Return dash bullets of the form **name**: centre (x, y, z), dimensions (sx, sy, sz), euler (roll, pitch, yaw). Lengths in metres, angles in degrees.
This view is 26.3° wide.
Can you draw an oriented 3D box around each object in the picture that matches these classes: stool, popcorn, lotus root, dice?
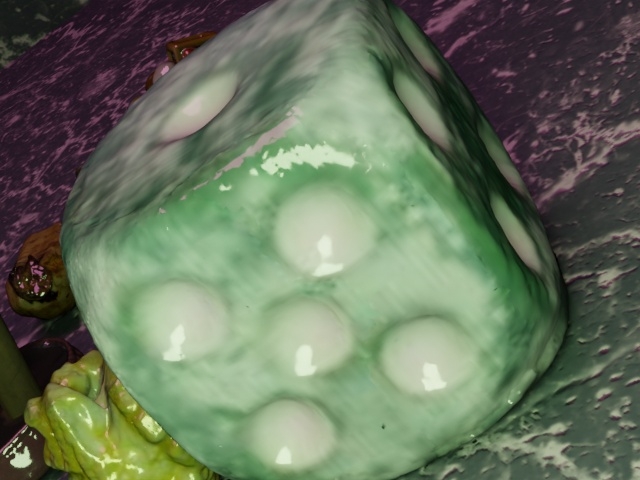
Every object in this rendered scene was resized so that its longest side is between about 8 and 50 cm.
- **stool**: centre (-0.407, 0.182, 1.572), dimensions (0.272, 0.178, 0.272), euler (-29, 25, 15)
- **popcorn**: centre (-0.168, 0.170, 1.315), dimensions (0.187, 0.167, 0.185), euler (-18, 25, 25)
- **lotus root**: centre (-0.367, 0.041, 1.872), dimensions (0.110, 0.097, 0.258), euler (-25, 19, 5)
- **dice**: centre (0.000, 0.000, 1.216), dimensions (0.330, 0.348, 0.328), euler (-33, 25, 19)

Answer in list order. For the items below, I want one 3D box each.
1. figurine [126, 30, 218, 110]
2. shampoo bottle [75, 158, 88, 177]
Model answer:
- **figurine**: centre (-0.130, -0.176, 1.833), dimensions (0.261, 0.186, 0.382), euler (-23, 26, -14)
- **shampoo bottle**: centre (-0.252, -0.148, 2.061), dimensions (0.234, 0.087, 0.118), euler (-44, 27, -18)
